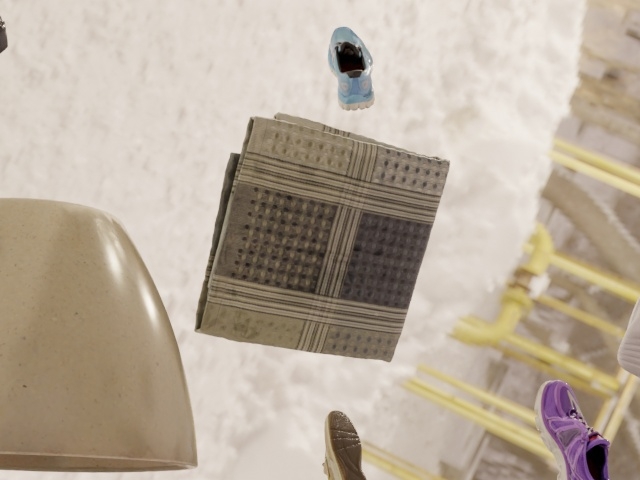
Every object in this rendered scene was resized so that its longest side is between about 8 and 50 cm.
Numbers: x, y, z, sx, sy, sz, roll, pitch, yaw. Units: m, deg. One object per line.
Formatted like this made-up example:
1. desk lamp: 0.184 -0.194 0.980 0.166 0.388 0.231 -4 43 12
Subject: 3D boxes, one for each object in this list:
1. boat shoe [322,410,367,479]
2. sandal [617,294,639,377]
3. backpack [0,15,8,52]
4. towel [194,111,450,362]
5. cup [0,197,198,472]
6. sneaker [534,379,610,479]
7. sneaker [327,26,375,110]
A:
1. boat shoe: 0.024 0.274 1.540 0.050 0.135 0.045 11 144 -37
2. sandal: 0.326 0.050 1.084 0.265 0.102 0.076 87 28 -58
3. backpack: -0.535 -0.287 1.805 0.182 0.115 0.152 -46 136 -47
4. towel: 0.000 0.000 1.743 0.056 0.324 0.312 29 -75 61
5. cup: -0.277 0.093 1.202 0.331 0.331 0.237 58 32 -74
6. sneaker: 0.306 0.233 1.482 0.071 0.068 0.170 -52 -139 40
7. sneaker: 0.045 -0.252 1.755 0.162 0.063 0.073 -102 -175 -47
